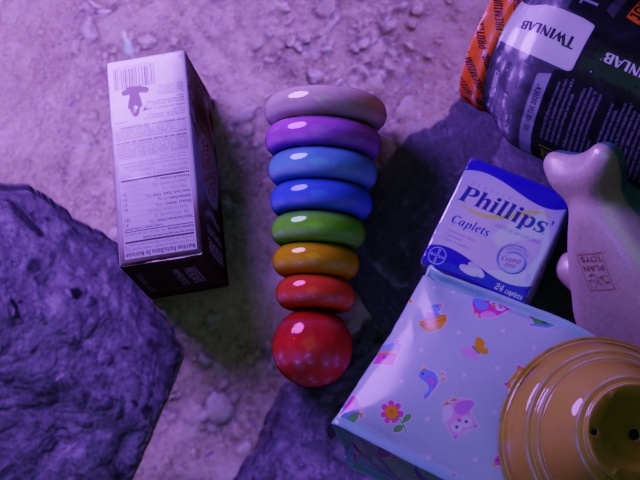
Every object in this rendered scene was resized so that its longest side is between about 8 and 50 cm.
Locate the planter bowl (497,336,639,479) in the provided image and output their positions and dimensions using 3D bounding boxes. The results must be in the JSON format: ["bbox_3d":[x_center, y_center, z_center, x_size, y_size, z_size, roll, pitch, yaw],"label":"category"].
[{"bbox_3d":[0.287,0.191,1.446,0.217,0.090,0.217,3,75,-11],"label":"planter bowl"}]

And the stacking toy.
[{"bbox_3d":[0.000,0.000,1.690,0.141,0.141,0.330,0,80,10],"label":"stacking toy"}]

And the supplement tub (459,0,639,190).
[{"bbox_3d":[0.335,-0.156,1.626,0.338,0.207,0.207,27,79,16],"label":"supplement tub"}]

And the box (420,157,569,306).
[{"bbox_3d":[0.196,-0.003,1.674,0.126,0.072,0.137,23,77,15],"label":"box"}]

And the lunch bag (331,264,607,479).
[{"bbox_3d":[0.181,0.182,1.559,0.262,0.160,0.223,24,67,21],"label":"lunch bag"}]

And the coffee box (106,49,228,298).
[{"bbox_3d":[-0.175,-0.073,1.728,0.098,0.141,0.246,-9,72,7],"label":"coffee box"}]

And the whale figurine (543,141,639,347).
[{"bbox_3d":[0.336,0.012,1.568,0.141,0.216,0.272,-32,101,-29],"label":"whale figurine"}]
